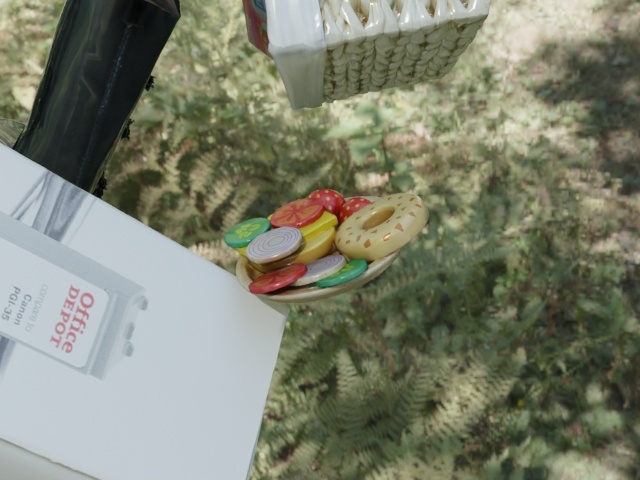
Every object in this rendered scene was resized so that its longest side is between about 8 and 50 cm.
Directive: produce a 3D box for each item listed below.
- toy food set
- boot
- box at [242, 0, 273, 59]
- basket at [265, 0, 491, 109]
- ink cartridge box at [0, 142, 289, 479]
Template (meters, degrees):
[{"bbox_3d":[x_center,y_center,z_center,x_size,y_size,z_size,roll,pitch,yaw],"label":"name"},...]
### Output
[{"bbox_3d":[0.000,0.000,0.365,0.083,0.020,0.083,-31,29,-20],"label":"toy food set"},{"bbox_3d":[-0.332,-0.196,1.079,0.146,0.445,0.367,2,39,-36],"label":"boot"},{"bbox_3d":[-0.042,-0.400,1.255,0.128,0.256,0.123,-35,56,-21],"label":"box"},{"bbox_3d":[0.023,-0.141,0.446,0.103,0.113,0.167,-7,0,2],"label":"basket"},{"bbox_3d":[-0.189,0.044,0.375,0.207,0.283,0.117,-31,36,46],"label":"ink cartridge box"}]
